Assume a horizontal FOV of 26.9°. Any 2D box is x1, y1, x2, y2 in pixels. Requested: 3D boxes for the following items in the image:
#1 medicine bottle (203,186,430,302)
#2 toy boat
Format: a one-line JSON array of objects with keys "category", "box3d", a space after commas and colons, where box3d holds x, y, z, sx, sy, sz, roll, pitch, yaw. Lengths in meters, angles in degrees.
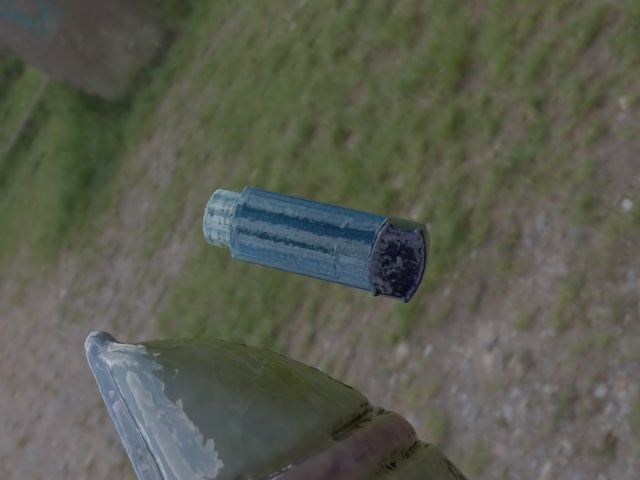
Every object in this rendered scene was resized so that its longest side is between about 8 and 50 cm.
[{"category": "medicine bottle", "box3d": [0.000, 0.000, 1.355, 0.124, 0.258, 0.079, -4, -75, -67]}, {"category": "toy boat", "box3d": [0.027, 0.191, 0.643, 0.111, 0.276, 0.294, -20, 68, 45]}]
